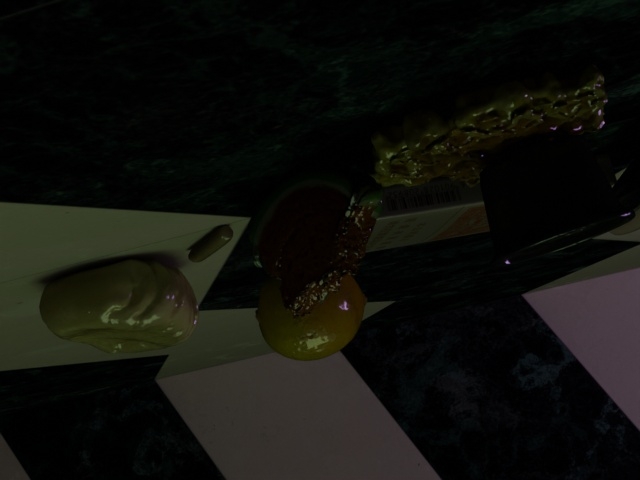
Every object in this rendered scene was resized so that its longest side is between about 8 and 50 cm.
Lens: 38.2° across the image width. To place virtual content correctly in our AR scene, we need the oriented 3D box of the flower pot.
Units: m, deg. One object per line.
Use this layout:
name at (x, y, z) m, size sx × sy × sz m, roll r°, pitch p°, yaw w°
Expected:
flower pot at (0.238, -0.045, 0.984) m, size 0.157 × 0.107 × 0.157 m, roll -19°, pitch 169°, yaw -4°

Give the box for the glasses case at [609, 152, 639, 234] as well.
glasses case at (0.452, -0.083, 1.248) m, size 0.122 × 0.075 × 0.314 m, roll -50°, pitch 171°, yaw -7°

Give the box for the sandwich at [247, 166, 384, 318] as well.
sandwich at (0.006, -0.010, 1.053) m, size 0.079 × 0.159 × 0.235 m, roll 4°, pitch 149°, yaw -31°

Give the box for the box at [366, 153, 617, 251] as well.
box at (0.210, -0.048, 1.318) m, size 0.365 × 0.051 × 0.204 m, roll -10°, pitch 167°, yaw -15°

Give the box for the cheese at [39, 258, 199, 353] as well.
cheese at (-0.299, 0.100, 1.369) m, size 0.226 × 0.117 × 0.214 m, roll -9°, pitch 163°, yaw 6°

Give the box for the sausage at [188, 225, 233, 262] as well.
sausage at (-0.155, 0.008, 1.284) m, size 0.024 × 0.024 × 0.132 m, roll -6°, pitch 166°, yaw -30°

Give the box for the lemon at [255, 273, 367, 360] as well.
lemon at (-0.013, 0.119, 1.603) m, size 0.203 × 0.178 × 0.178 m, roll -8°, pitch 168°, yaw -15°

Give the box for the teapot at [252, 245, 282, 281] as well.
teapot at (-0.043, 0.018, 1.298) m, size 0.091 × 0.092 × 0.124 m, roll 8°, pitch 168°, yaw 23°

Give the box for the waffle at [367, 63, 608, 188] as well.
waffle at (0.175, -0.108, 0.987) m, size 0.291 × 0.051 × 0.291 m, roll -13°, pitch 170°, yaw -2°
